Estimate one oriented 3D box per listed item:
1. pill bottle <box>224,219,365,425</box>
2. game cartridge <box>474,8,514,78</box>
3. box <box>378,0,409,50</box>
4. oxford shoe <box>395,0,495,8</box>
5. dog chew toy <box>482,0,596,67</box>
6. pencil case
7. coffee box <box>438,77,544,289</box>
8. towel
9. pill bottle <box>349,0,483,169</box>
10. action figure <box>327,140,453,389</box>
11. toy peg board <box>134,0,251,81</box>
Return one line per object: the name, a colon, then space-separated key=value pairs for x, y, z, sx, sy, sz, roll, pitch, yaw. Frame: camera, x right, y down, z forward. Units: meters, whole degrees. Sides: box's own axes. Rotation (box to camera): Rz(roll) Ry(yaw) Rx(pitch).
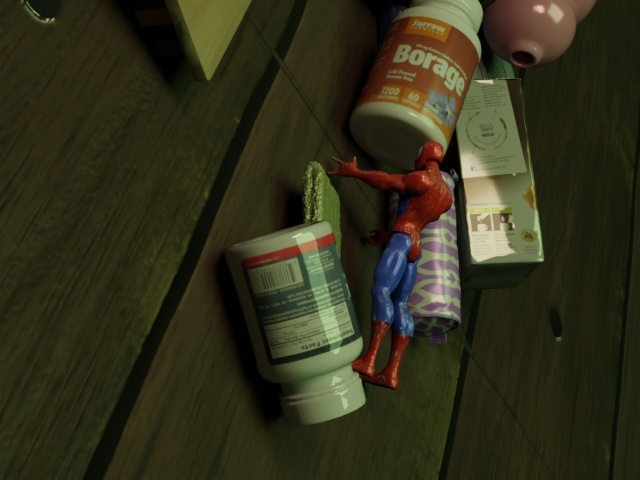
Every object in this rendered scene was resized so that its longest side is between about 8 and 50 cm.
pill bottle: x=-0.019 y=0.079 z=1.151 sx=0.108 sy=0.108 sz=0.180 roll=-22 pitch=98 yaw=-60
game cartridge: x=0.208 y=-0.303 z=1.749 sx=0.198 sy=0.062 sz=0.297 roll=-24 pitch=99 yaw=-55
box: x=0.138 y=-0.338 z=1.604 sx=0.136 sy=0.036 sz=0.225 roll=11 pitch=69 yaw=-33
oxford shoe: x=0.098 y=-0.390 z=1.477 sx=0.348 sy=0.123 sz=0.130 roll=23 pitch=60 yaw=-41
dog chew toy: x=0.317 y=-0.392 z=1.734 sx=0.206 sy=0.206 sz=0.332 roll=45 pitch=50 yaw=-42
pencil case: x=0.126 y=0.015 z=1.452 sx=0.088 sy=0.086 sz=0.206 roll=65 pitch=25 yaw=-65
coffee box: x=0.211 y=-0.071 z=1.552 sx=0.141 sy=0.098 sz=0.247 roll=114 pitch=-28 yaw=-73
towel: x=0.000 y=0.000 z=1.269 sx=0.110 sy=0.027 sz=0.148 roll=58 pitch=30 yaw=-68
pill bottle: x=0.123 y=-0.203 z=1.451 sx=0.121 sy=0.121 sz=0.216 roll=46 pitch=55 yaw=-41
action figure: x=0.060 y=0.013 z=1.349 sx=0.091 sy=0.139 sz=0.280 roll=36 pitch=71 yaw=-52
toy peg board: x=-0.141 y=-0.261 z=1.143 sx=0.161 sy=0.079 sz=0.161 roll=-70 pitch=151 yaw=-44
